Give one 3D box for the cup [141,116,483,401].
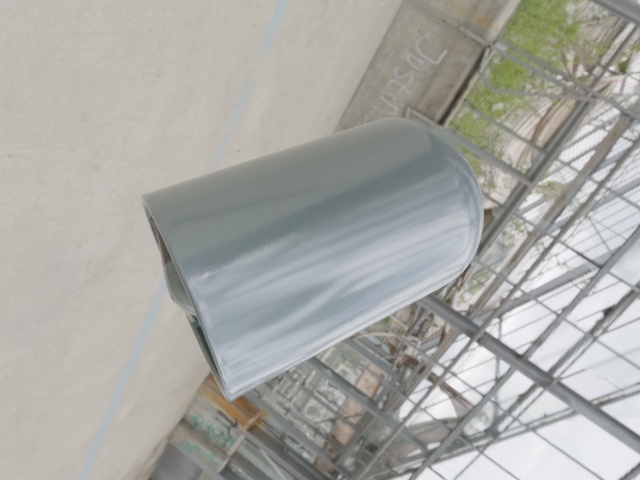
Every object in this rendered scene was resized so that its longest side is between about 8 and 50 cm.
[{"bbox_3d":[0.000,0.000,0.499,0.312,0.205,0.205,-23,158,-20],"label":"cup"}]
